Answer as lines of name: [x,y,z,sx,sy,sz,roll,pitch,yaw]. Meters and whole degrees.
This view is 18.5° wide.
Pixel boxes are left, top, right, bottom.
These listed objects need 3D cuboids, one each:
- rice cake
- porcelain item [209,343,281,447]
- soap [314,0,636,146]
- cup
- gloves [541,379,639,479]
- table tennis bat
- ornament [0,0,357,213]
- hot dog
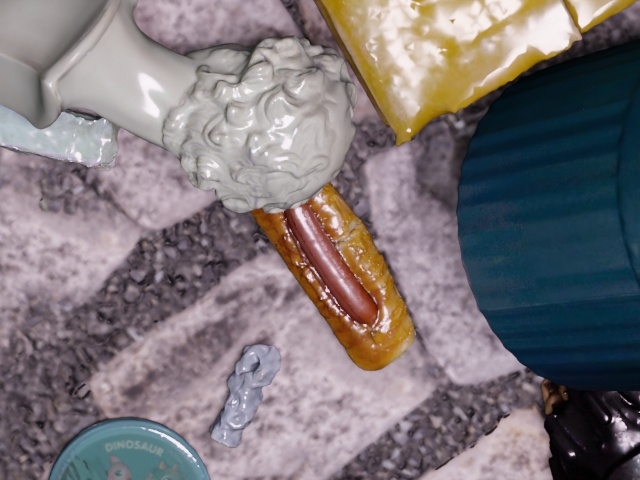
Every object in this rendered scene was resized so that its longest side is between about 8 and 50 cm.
rice cake: [-0.245,-0.090,1.402,0.210,0.034,0.043,14,92,-3]
porcelain item: [-0.054,0.112,1.446,0.028,0.036,0.083,17,109,-36]
soap: [0.092,-0.247,1.325,0.259,0.143,0.281,-30,95,6]
cup: [0.268,-0.048,1.247,0.242,0.292,0.308,35,64,-28]
gloves: [0.224,0.145,1.420,0.164,0.124,0.203,-42,107,-11]
table tennis bat: [-0.145,0.231,1.471,0.124,0.033,0.201,5,97,0]
ornament: [-0.115,-0.104,1.329,0.285,0.120,0.130,16,62,1]
hot dog: [0.000,0.000,1.416,0.066,0.047,0.216,-32,100,3]
